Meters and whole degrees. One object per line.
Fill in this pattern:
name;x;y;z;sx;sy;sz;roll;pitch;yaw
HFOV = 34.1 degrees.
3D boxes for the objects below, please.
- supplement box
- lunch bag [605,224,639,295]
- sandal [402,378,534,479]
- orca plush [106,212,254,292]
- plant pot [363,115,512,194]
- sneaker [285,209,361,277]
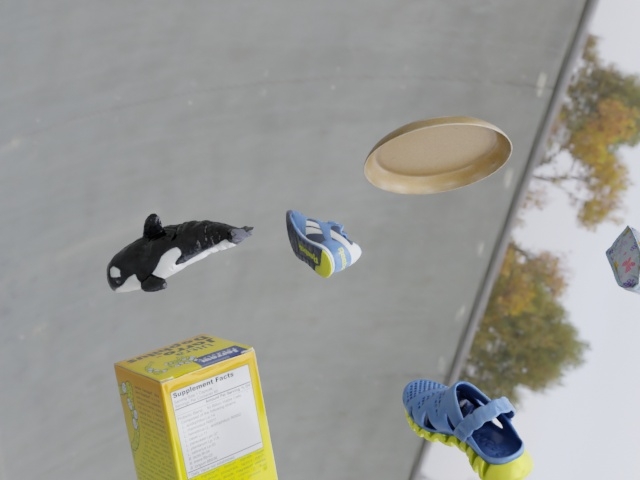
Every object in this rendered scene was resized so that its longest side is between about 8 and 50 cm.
supplement box;-0.217;0.374;1.884;0.195;0.194;0.357;6;-71;54
lunch bag;0.340;0.033;1.068;0.053;0.071;0.083;-57;-162;33
sandal;0.256;0.304;1.849;0.317;0.126;0.138;23;-50;55
orca plush;-0.264;0.004;1.793;0.102;0.287;0.151;58;39;-26
plant pot;0.183;-0.138;1.654;0.236;0.236;0.032;97;-14;-67
sneaker;0.000;0.000;1.346;0.144;0.059;0.053;44;-32;50
